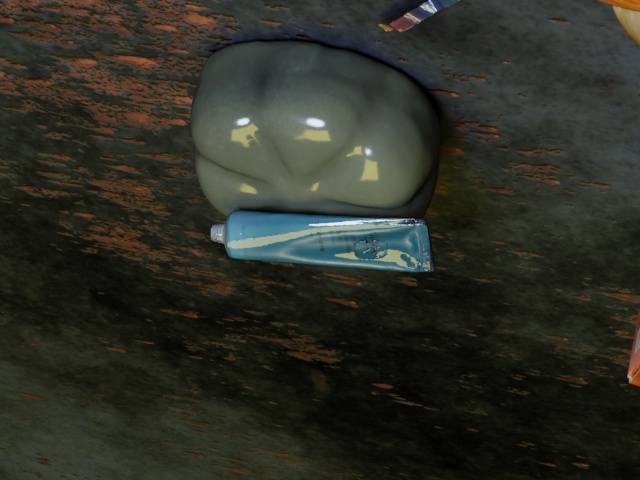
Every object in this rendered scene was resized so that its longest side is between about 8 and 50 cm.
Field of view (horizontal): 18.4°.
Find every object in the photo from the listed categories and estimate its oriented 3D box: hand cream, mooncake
[{"bbox_3d":[0.000,0.000,1.981,0.224,0.048,0.083,3,141,13],"label":"hand cream"},{"bbox_3d":[-0.007,-0.089,2.007,0.275,0.135,0.275,12,149,8],"label":"mooncake"}]

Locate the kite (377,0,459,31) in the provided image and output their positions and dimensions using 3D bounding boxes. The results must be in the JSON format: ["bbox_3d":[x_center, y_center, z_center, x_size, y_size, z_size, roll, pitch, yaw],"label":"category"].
[{"bbox_3d":[0.119,-0.270,1.715,0.204,0.022,0.360,28,150,-23],"label":"kite"}]

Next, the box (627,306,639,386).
[{"bbox_3d":[0.500,0.018,1.806,0.349,0.257,0.318,16,152,-1],"label":"box"}]

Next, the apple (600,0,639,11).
[{"bbox_3d":[0.251,-0.293,1.323,0.286,0.286,0.233,-17,122,47],"label":"apple"}]

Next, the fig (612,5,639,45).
[{"bbox_3d":[0.325,-0.242,1.561,0.159,0.159,0.257,14,134,2],"label":"fig"}]
